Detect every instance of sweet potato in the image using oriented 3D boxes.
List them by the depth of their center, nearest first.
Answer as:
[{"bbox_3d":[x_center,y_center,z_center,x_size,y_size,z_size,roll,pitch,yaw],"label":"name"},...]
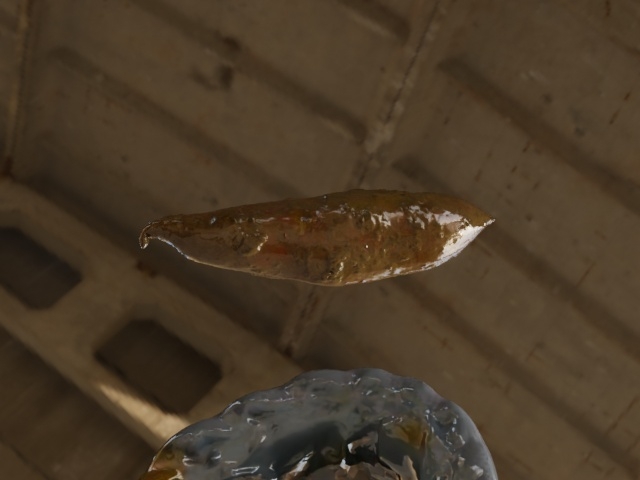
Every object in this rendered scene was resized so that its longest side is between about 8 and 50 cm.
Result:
[{"bbox_3d":[0.000,0.000,0.693,0.205,0.060,0.068,2,-31,-10],"label":"sweet potato"}]

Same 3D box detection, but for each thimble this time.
[{"bbox_3d":[0.003,0.134,0.500,0.151,0.127,0.118,-15,-39,3],"label":"thimble"}]
